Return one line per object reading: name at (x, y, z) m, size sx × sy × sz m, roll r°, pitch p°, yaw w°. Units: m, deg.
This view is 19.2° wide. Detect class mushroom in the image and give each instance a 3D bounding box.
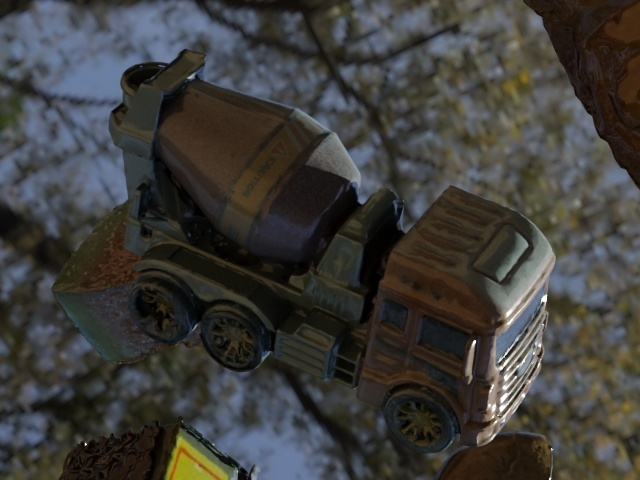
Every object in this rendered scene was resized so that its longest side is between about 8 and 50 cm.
mushroom at (0.108, 0.235, 1.399) m, size 0.072 × 0.094 × 0.209 m, roll 180°, pitch -68°, yaw -84°

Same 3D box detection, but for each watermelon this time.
watermelon at (-0.092, 0.024, 1.653) m, size 0.241 × 0.094 × 0.154 m, roll -1°, pitch -136°, yaw 28°

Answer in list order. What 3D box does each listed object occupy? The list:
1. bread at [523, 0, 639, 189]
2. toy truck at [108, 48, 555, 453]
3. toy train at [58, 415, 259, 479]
bread at (0.078, -0.095, 0.386) m, size 0.105 × 0.233 × 0.076 m, roll -8°, pitch -172°, yaw 25°
toy truck at (0.000, 0.000, 1.022) m, size 0.257 × 0.140 × 0.108 m, roll 23°, pitch -141°, yaw 18°
toy train at (-0.116, 0.258, 1.393) m, size 0.134 × 0.177 × 0.260 m, roll -17°, pitch -137°, yaw 36°
